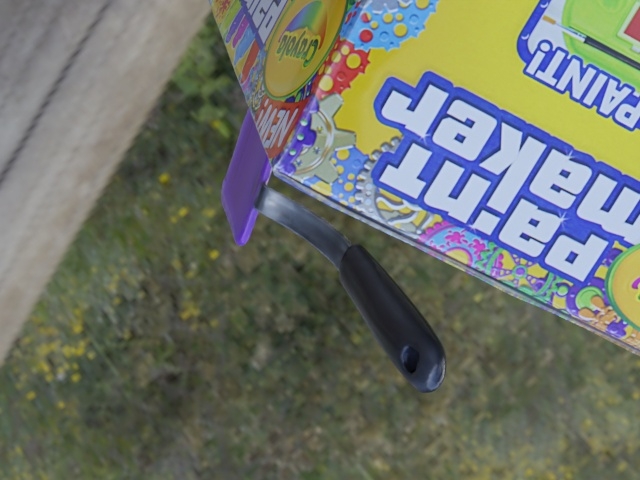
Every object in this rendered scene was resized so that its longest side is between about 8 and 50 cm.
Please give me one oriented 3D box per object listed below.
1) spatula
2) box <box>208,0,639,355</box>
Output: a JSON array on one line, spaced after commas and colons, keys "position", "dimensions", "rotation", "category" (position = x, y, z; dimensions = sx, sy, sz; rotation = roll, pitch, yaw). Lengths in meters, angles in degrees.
[{"position": [0.000, 0.000, 0.887], "dimensions": [0.030, 0.296, 0.084], "rotation": [6, 114, -32], "category": "spatula"}, {"position": [0.105, -0.149, 0.544], "dimensions": [0.177, 0.290, 0.279], "rotation": [25, 105, -18], "category": "box"}]
